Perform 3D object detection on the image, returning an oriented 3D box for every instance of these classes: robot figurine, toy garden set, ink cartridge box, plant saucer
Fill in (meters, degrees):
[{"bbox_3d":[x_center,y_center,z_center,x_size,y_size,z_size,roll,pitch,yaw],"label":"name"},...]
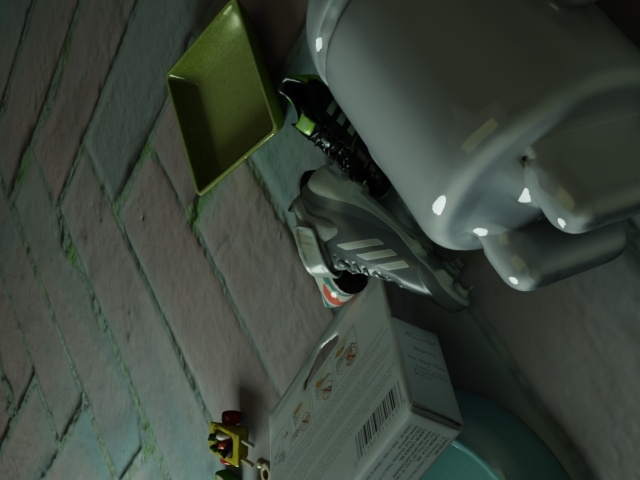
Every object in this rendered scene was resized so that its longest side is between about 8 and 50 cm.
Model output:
[{"bbox_3d":[0.117,-0.134,0.597,0.353,0.200,0.300,60,146,25],"label":"robot figurine"},{"bbox_3d":[-0.086,0.345,0.947,0.244,0.049,0.204,13,102,55],"label":"toy garden set"},{"bbox_3d":[0.028,0.188,0.780,0.275,0.060,0.239,-58,17,26],"label":"ink cartridge box"},{"bbox_3d":[0.123,0.304,0.745,0.317,0.044,0.317,6,99,48],"label":"plant saucer"},{"bbox_3d":[-0.117,-0.179,0.967,0.188,0.045,0.188,-32,69,44],"label":"plant saucer"}]

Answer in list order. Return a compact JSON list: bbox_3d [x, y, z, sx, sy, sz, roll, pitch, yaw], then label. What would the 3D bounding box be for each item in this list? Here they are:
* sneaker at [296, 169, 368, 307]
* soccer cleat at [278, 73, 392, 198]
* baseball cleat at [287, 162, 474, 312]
[{"bbox_3d":[0.000,0.000,0.844,0.075,0.057,0.161,-52,50,53],"label":"sneaker"},{"bbox_3d":[0.013,-0.112,0.808,0.179,0.072,0.060,57,131,28],"label":"soccer cleat"},{"bbox_3d":[0.052,0.017,0.749,0.206,0.072,0.109,46,107,22],"label":"baseball cleat"}]
